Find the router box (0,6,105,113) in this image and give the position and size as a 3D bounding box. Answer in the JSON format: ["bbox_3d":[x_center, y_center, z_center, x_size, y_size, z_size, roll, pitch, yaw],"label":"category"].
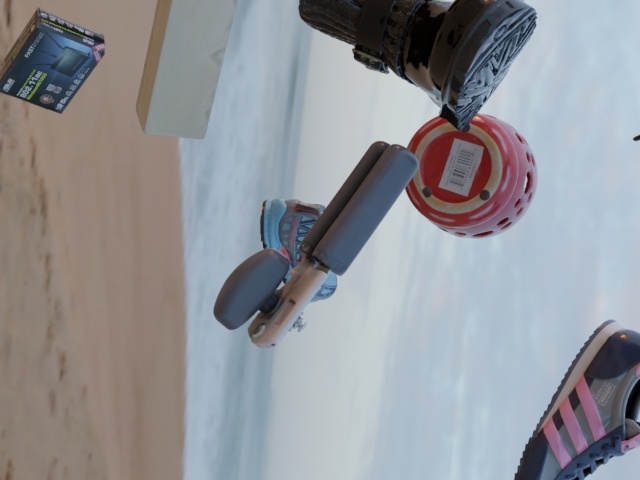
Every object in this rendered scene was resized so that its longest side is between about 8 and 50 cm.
[{"bbox_3d":[-0.338,-0.222,1.418,0.122,0.092,0.038,-45,-139,34],"label":"router box"}]

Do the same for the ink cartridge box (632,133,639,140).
[{"bbox_3d":[0.551,-0.107,1.231,0.270,0.395,0.151,-13,117,-50],"label":"ink cartridge box"}]

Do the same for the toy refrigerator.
[{"bbox_3d":[-0.207,-0.299,1.750,0.094,0.102,0.269,-117,-143,-52],"label":"toy refrigerator"}]

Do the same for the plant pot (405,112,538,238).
[{"bbox_3d":[0.215,-0.101,1.682,0.174,0.191,0.191,10,87,-69],"label":"plant pot"}]

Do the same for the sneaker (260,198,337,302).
[{"bbox_3d":[-0.004,0.024,1.826,0.262,0.125,0.104,57,34,-56],"label":"sneaker"}]

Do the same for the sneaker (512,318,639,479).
[{"bbox_3d":[0.372,0.272,1.553,0.112,0.131,0.319,21,97,-57],"label":"sneaker"}]

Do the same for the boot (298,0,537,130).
[{"bbox_3d":[0.098,-0.260,1.323,0.131,0.260,0.348,-49,175,-6],"label":"boot"}]

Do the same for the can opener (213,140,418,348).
[{"bbox_3d":[0.000,0.000,1.254,0.280,0.093,0.074,-50,-152,-8],"label":"can opener"}]
